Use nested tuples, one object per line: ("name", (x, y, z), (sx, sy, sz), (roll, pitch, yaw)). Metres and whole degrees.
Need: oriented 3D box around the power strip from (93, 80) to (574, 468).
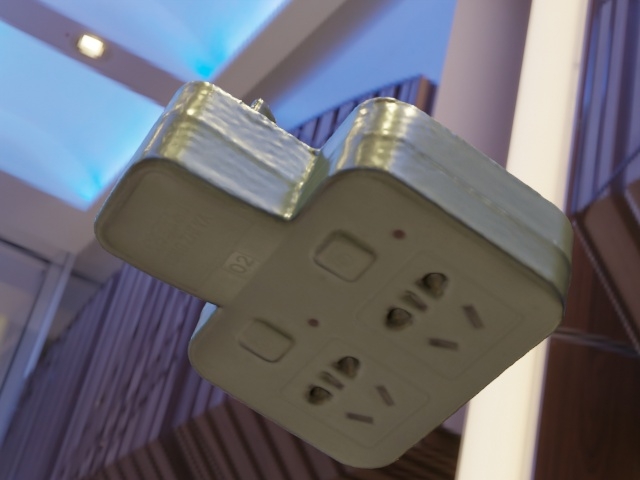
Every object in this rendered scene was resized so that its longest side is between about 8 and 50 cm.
("power strip", (0.000, 0.000, 0.754), (0.261, 0.141, 0.229), (33, -51, -10))
